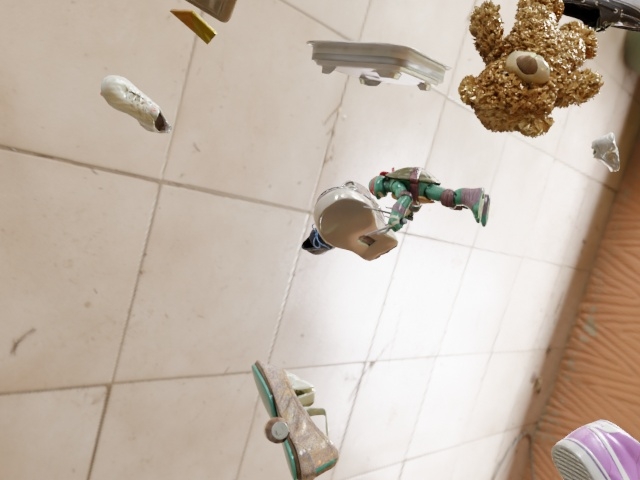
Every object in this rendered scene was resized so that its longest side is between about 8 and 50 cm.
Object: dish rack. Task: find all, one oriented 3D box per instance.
[{"bbox_3d":[0.150,-0.433,1.406,0.332,0.285,0.073,-10,111,-56],"label":"dish rack"}]

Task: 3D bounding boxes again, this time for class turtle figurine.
[{"bbox_3d":[0.162,-0.068,0.951,0.175,0.234,0.118,-27,120,-60],"label":"turtle figurine"}]

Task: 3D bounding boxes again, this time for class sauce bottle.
[{"bbox_3d":[-0.070,0.303,0.892,0.042,0.042,0.128,-52,173,-18],"label":"sauce bottle"}]

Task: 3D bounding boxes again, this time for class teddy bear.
[{"bbox_3d":[0.366,-0.313,0.936,0.337,0.113,0.245,-29,88,-32],"label":"teddy bear"}]

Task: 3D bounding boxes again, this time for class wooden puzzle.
[{"bbox_3d":[-0.108,-0.248,0.521,0.078,0.116,0.014,31,43,-15],"label":"wooden puzzle"}]

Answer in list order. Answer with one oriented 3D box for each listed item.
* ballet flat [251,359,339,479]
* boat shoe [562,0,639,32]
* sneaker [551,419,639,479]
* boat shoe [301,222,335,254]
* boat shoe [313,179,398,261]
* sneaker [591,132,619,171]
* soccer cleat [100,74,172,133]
[{"bbox_3d":[-0.048,0.335,1.091,0.106,0.316,0.108,-14,121,-16],"label":"ballet flat"},{"bbox_3d":[0.539,-0.445,1.092,0.228,0.080,0.076,19,88,-11],"label":"boat shoe"},{"bbox_3d":[0.539,0.449,0.958,0.160,0.102,0.282,-17,73,-28],"label":"sneaker"},{"bbox_3d":[0.000,0.000,1.978,0.088,0.258,0.109,6,63,-18],"label":"boat shoe"},{"bbox_3d":[0.055,-0.070,1.219,0.127,0.158,0.340,-32,153,10],"label":"boat shoe"},{"bbox_3d":[0.772,-0.235,1.513,0.152,0.061,0.054,41,47,-45],"label":"sneaker"},{"bbox_3d":[-0.384,-0.285,1.182,0.068,0.076,0.196,-68,160,-9],"label":"soccer cleat"}]
